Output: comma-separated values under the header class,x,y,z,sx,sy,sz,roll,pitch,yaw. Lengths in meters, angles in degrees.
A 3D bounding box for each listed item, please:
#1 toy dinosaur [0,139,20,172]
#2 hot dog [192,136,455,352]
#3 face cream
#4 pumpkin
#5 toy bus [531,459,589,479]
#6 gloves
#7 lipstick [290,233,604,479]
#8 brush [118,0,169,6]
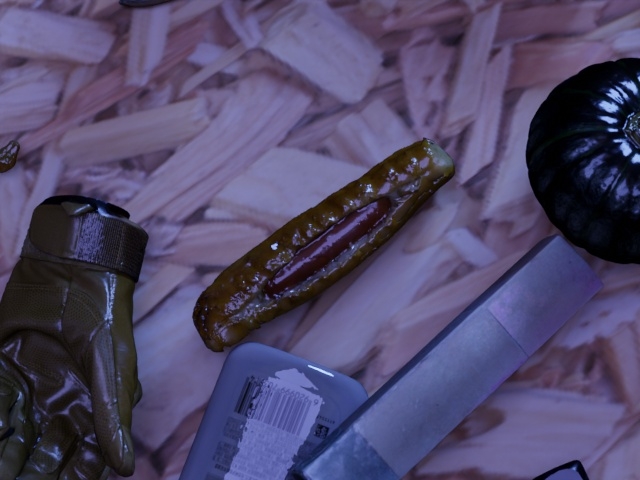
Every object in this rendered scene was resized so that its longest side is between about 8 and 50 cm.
class,x,y,z,sx,sy,sz,roll,pitch,yaw
toy dinosaur,-0.370,-0.033,1.658,0.126,0.039,0.162,9,81,9
hot dog,0.000,0.000,1.569,0.289,0.083,0.068,-38,110,-2
face cream,-0.064,0.245,1.530,0.144,0.071,0.291,18,80,6
pumpkin,0.283,-0.073,1.505,0.202,0.140,0.202,0,62,0
toy bus,0.241,0.279,1.476,0.057,0.072,0.172,-25,77,4
gloves,-0.237,0.122,1.552,0.154,0.141,0.331,13,68,-15
lipstick,0.113,0.122,1.501,0.317,0.066,0.068,-42,91,-12
brush,-0.108,-0.263,1.676,0.196,0.021,0.070,-15,72,6
